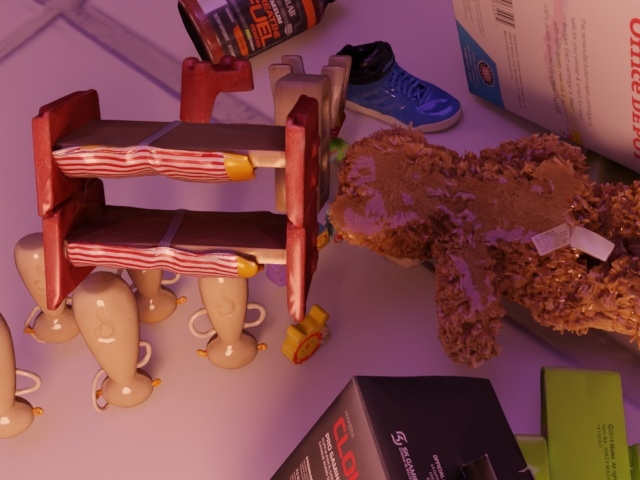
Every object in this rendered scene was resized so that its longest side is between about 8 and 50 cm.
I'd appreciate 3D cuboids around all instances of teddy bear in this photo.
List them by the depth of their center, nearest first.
[{"bbox_3d":[0.177,0.001,0.751,0.338,0.113,0.245,0,63,3],"label":"teddy bear"}]

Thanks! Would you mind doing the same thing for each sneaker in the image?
[{"bbox_3d":[0.082,-0.175,0.948,0.152,0.084,0.058,21,62,26],"label":"sneaker"}]

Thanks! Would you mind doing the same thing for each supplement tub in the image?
[{"bbox_3d":[-0.069,-0.293,1.059,0.198,0.106,0.106,-29,53,-7],"label":"supplement tub"}]

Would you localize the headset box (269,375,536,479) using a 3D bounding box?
[{"bbox_3d":[0.042,0.235,0.530,0.110,0.293,0.218,6,47,-29],"label":"headset box"}]

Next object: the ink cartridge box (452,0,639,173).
[{"bbox_3d":[0.290,-0.224,0.832,0.197,0.198,0.270,-35,44,-15],"label":"ink cartridge box"}]

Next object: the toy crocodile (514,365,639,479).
[{"bbox_3d":[0.200,0.241,0.616,0.115,0.105,0.340,-1,50,5],"label":"toy crocodile"}]

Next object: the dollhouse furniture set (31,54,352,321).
[{"bbox_3d":[-0.087,-0.073,0.780,0.201,0.152,0.374,3,19,6],"label":"dollhouse furniture set"}]

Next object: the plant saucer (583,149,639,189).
[{"bbox_3d":[0.364,-0.049,0.818,0.241,0.037,0.241,-7,53,10],"label":"plant saucer"}]

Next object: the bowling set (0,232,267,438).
[{"bbox_3d":[-0.203,0.056,0.830,0.287,0.154,0.200,-8,38,-7],"label":"bowling set"}]

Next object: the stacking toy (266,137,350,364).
[{"bbox_3d":[0.000,0.000,0.867,0.221,0.052,0.167,-39,58,-19],"label":"stacking toy"}]
